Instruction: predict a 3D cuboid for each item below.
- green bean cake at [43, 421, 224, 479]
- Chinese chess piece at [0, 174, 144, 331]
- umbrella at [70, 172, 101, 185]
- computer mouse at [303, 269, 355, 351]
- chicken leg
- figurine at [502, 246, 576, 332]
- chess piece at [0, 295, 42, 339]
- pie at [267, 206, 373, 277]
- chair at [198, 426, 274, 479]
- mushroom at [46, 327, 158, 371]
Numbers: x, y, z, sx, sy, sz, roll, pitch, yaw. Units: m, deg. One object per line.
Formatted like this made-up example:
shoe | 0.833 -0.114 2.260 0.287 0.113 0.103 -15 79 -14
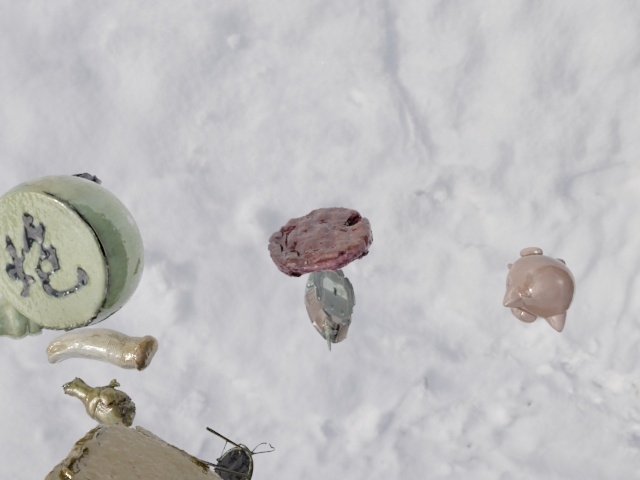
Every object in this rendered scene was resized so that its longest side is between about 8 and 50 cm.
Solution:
green bean cake | -0.239 0.358 0.618 0.229 0.224 0.131 29 85 -2
Chinese chess piece | -0.573 0.029 1.066 0.349 0.146 0.349 4 107 13
umbrella | -0.734 -0.108 1.502 0.118 0.340 0.118 -13 127 -18
computer mouse | 0.022 0.235 1.694 0.199 0.389 0.115 28 131 -28
chicken leg | -0.593 0.424 1.285 0.103 0.227 0.088 -65 165 18
figurine | 0.403 0.087 0.882 0.125 0.125 0.138 41 61 -33
chess piece | -0.833 0.205 1.171 0.243 0.133 0.133 -14 121 -43
pie | 0.000 0.000 0.672 0.153 0.153 0.038 -23 122 -13
chair | -0.259 0.669 1.398 0.159 0.170 0.326 -38 133 6
mushroom | -0.667 0.328 1.455 0.351 0.123 0.095 0 152 11
